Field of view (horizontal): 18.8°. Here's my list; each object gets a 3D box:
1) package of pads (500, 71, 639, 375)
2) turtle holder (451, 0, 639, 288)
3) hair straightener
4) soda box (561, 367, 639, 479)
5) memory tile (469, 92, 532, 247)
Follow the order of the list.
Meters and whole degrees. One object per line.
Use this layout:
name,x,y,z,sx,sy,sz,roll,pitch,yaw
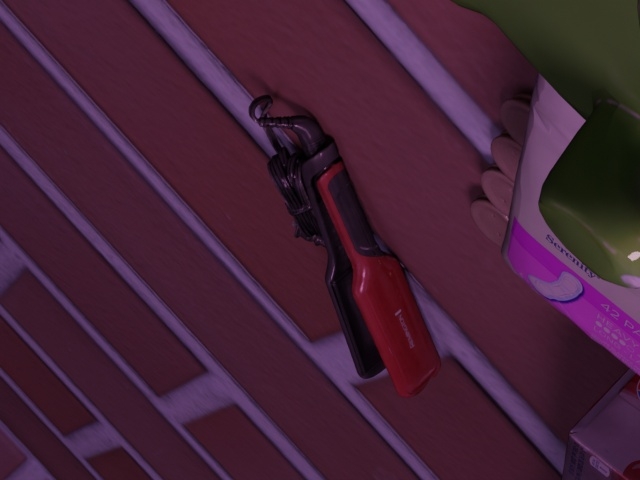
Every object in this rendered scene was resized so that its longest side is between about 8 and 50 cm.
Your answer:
package of pads,0.213,0.014,0.777,0.296,0.101,0.229,38,158,17
turtle holder,0.120,-0.128,0.492,0.243,0.227,0.320,52,169,31
hair straightener,0.000,0.000,1.221,0.089,0.047,0.230,19,146,49
soda box,0.192,0.165,1.112,0.092,0.083,0.263,38,158,22
memory tile,0.131,-0.011,1.008,0.113,0.012,0.148,40,158,14
